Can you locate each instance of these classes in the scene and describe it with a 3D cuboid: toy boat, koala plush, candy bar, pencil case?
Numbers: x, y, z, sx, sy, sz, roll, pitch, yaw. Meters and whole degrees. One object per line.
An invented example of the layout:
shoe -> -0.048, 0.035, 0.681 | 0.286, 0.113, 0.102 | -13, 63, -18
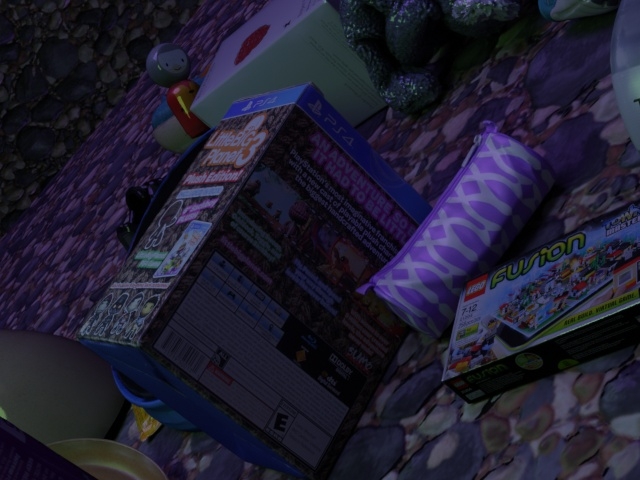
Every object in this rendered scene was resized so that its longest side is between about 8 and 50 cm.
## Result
toy boat -> -0.183, -0.245, 1.718 | 0.268, 0.148, 0.318 | -28, 1, 13
koala plush -> 0.153, -0.295, 1.274 | 0.221, 0.203, 0.196 | -10, 43, 40
candy bar -> -0.228, 0.212, 1.372 | 0.040, 0.018, 0.161 | -46, 22, 0
pencil case -> 0.129, -0.009, 0.966 | 0.206, 0.088, 0.086 | -54, 20, -9

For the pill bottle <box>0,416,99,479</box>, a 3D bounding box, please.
pill bottle -> -0.243, 0.279, 0.919 | 0.169, 0.301, 0.169 | -39, 25, 22

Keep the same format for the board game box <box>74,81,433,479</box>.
board game box -> -0.043, 0.040, 1.006 | 0.141, 0.232, 0.291 | -1, 51, 55

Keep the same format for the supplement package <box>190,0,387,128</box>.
supplement package -> -0.014, -0.253, 1.503 | 0.293, 0.175, 0.177 | -31, 29, 38

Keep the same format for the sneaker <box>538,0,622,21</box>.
sneaker -> 0.317, -0.353, 1.152 | 0.275, 0.107, 0.110 | -57, 14, -17

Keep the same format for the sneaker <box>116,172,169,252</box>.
sneaker -> -0.228, -0.071, 1.671 | 0.098, 0.135, 0.276 | -20, 35, 54

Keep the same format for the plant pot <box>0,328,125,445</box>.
plant pot -> -0.429, 0.232, 1.462 | 0.284, 0.191, 0.284 | -41, 18, 17

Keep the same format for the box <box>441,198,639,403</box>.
box -> 0.191, 0.047, 0.828 | 0.207, 0.036, 0.114 | -30, 29, 40

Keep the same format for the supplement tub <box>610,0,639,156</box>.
supplement tub -> 0.345, -0.124, 0.606 | 0.316, 0.193, 0.193 | -12, 43, 57

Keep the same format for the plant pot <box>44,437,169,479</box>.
plant pot -> -0.264, 0.311, 1.106 | 0.236, 0.032, 0.236 | -3, 42, 3

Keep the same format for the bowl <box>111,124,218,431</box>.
bowl -> -0.133, 0.032, 1.268 | 0.391, 0.077, 0.391 | -36, 42, 40
